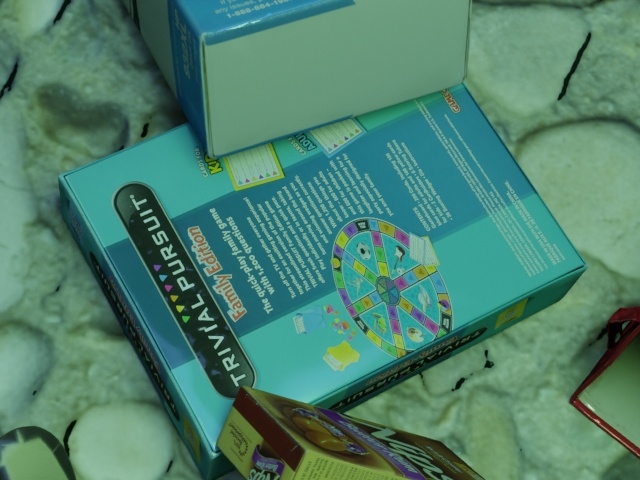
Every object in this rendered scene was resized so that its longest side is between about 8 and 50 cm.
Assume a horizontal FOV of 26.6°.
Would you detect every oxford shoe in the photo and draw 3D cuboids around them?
[{"bbox_3d":[-0.190,0.237,0.953,0.076,0.076,0.212,-10,83,-26],"label":"oxford shoe"}]

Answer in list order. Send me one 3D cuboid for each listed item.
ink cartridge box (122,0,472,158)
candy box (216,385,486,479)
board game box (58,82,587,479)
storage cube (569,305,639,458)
[{"bbox_3d":[-0.045,-0.235,1.098,0.223,0.129,0.307,-19,50,-15],"label":"ink cartridge box"},{"bbox_3d":[0.032,0.164,0.949,0.186,0.109,0.053,22,97,-32],"label":"candy box"},{"bbox_3d":[0.000,0.000,1.079,0.336,0.079,0.254,-25,71,-18],"label":"board game box"},{"bbox_3d":[0.340,0.084,1.033,0.215,0.184,0.193,39,66,10],"label":"storage cube"}]
